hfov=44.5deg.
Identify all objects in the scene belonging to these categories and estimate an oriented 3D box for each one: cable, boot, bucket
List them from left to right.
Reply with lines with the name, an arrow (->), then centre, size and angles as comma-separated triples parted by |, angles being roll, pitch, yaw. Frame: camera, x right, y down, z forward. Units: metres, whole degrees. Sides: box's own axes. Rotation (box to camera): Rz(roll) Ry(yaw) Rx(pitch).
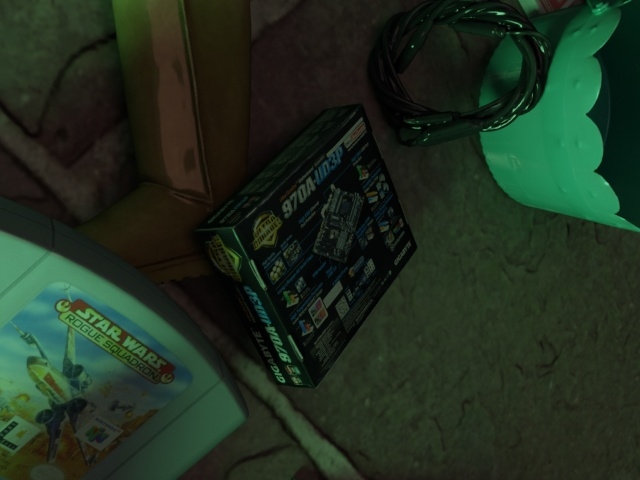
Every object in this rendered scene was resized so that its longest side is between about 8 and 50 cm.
boot -> -0.153, -0.099, 0.665 | 0.236, 0.089, 0.270 | -9, 97, -44
cable -> 0.147, -0.184, 0.822 | 0.047, 0.184, 0.151 | -5, 80, -74
bucket -> 0.330, -0.148, 0.893 | 0.281, 0.183, 0.281 | -6, 102, -32

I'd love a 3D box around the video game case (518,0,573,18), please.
video game case -> 0.305, -0.428, 0.978 | 0.285, 0.025, 0.204 | -47, 114, -23

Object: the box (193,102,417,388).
box -> 0.000, 0.000, 0.732 | 0.220, 0.051, 0.175 | -49, 125, -40

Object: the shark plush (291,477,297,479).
shark plush -> 0.029, 0.295, 0.824 | 0.161, 0.073, 0.067 | 28, 55, -9

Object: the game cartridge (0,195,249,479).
game cartridge -> -0.198, 0.102, 0.586 | 0.198, 0.062, 0.297 | -39, 126, 9
